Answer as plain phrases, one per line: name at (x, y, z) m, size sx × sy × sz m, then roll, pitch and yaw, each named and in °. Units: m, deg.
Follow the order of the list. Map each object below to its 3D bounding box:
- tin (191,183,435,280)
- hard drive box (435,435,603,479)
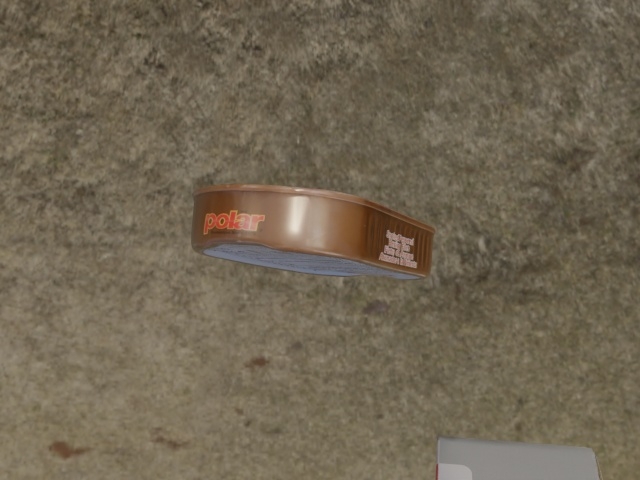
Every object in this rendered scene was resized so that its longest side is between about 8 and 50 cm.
tin at (0.000, 0.000, 0.452) m, size 0.106 × 0.040 × 0.189 m, roll 6°, pitch 175°, yaw 29°
hard drive box at (0.100, 0.253, 0.396) m, size 0.089 × 0.181 × 0.232 m, roll 3°, pitch 119°, yaw 9°
